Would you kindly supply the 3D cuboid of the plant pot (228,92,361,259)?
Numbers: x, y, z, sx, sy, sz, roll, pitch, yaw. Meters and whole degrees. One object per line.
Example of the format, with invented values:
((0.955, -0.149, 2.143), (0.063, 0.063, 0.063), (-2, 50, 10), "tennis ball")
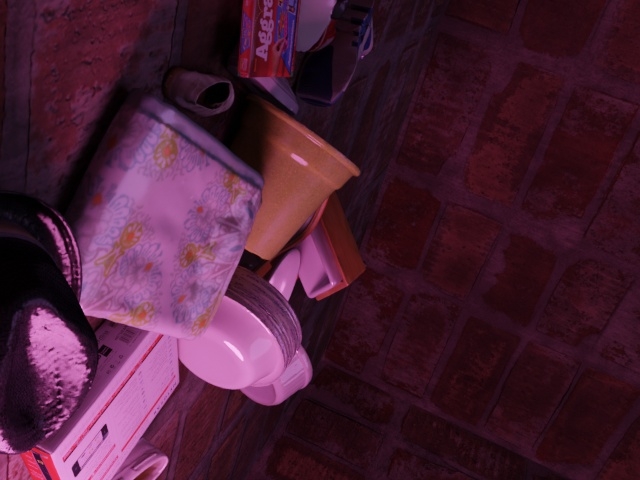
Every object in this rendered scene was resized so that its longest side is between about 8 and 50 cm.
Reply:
((-0.102, -0.110, 1.345), (0.254, 0.276, 0.276), (-56, 169, 1), "plant pot")

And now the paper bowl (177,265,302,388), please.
((-0.192, 0.193, 1.384), (0.148, 0.284, 0.284), (-55, 164, -43), "paper bowl")

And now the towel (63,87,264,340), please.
((-0.240, -0.016, 1.052), (0.320, 0.090, 0.374), (-67, 152, -7), "towel")

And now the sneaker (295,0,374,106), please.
((0.063, -0.463, 1.646), (0.182, 0.127, 0.315), (28, 84, -77), "sneaker")

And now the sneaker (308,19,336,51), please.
((0.016, -0.520, 1.486), (0.221, 0.087, 0.128), (-56, 180, 12), "sneaker")

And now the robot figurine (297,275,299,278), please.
((-0.094, 0.043, 1.953), (0.158, 0.128, 0.219), (-56, 179, 41), "robot figurine")

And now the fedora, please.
((-0.345, 0.118, 0.736), (0.334, 0.152, 0.334), (-47, 153, -32), "fedora")

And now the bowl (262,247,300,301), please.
((-0.174, 0.132, 1.736), (0.298, 0.134, 0.298), (-61, 167, -24), "bowl")

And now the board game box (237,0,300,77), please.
((-0.078, -0.419, 1.132), (0.145, 0.027, 0.281), (-23, 125, -57), "board game box")

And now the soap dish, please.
((0.000, 0.000, 1.797), (0.118, 0.291, 0.229), (-18, 172, -23), "soap dish")

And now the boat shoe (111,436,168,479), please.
((-0.424, 0.552, 1.362), (0.367, 0.156, 0.136), (-46, 157, -61), "boat shoe")

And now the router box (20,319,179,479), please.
((-0.384, 0.295, 1.218), (0.335, 0.082, 0.301), (-57, 165, -40), "router box")

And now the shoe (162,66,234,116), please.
((-0.186, -0.239, 1.118), (0.076, 0.058, 0.219), (-69, 169, 12), "shoe")

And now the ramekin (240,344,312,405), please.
((-0.166, 0.349, 1.921), (0.127, 0.273, 0.273), (-41, 155, -36), "ramekin")

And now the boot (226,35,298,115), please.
((-0.085, -0.333, 1.286), (0.123, 0.095, 0.258), (-66, 163, -2), "boot")

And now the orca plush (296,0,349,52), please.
((-0.028, -0.521, 1.309), (0.151, 0.102, 0.287), (-15, 135, -14), "orca plush")

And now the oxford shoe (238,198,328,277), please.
((-0.115, -0.043, 1.494), (0.363, 0.130, 0.133), (-50, 143, 6), "oxford shoe")
